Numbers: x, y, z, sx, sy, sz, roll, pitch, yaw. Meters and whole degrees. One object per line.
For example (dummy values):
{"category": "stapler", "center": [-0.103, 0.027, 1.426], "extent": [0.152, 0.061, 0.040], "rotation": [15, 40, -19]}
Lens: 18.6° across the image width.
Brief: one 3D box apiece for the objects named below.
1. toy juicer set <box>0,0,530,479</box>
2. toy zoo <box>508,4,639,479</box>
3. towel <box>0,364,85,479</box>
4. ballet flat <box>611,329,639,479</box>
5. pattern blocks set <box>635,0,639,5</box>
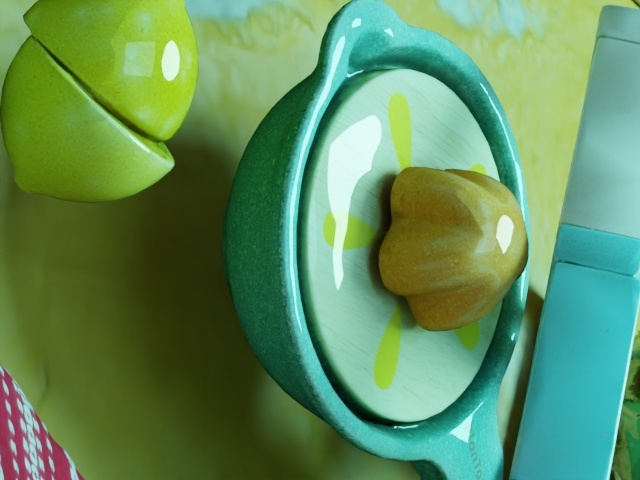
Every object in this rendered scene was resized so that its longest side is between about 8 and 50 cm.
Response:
{"category": "toy juicer set", "center": [0.000, 0.000, 0.581], "extent": [0.209, 0.089, 0.329], "rotation": [6, 85, -53]}
{"category": "toy zoo", "center": [0.084, 0.058, 0.663], "extent": [0.192, 0.030, 0.293], "rotation": [88, 15, -56]}
{"category": "towel", "center": [-0.033, 0.131, 0.428], "extent": [0.275, 0.031, 0.199], "rotation": [69, -1, -52]}
{"category": "ballet flat", "center": [0.167, 0.145, 0.795], "extent": [0.077, 0.091, 0.241], "rotation": [30, 56, -84]}
{"category": "pattern blocks set", "center": [0.178, -0.164, 0.937], "extent": [0.325, 0.026, 0.285], "rotation": [25, 61, -45]}
